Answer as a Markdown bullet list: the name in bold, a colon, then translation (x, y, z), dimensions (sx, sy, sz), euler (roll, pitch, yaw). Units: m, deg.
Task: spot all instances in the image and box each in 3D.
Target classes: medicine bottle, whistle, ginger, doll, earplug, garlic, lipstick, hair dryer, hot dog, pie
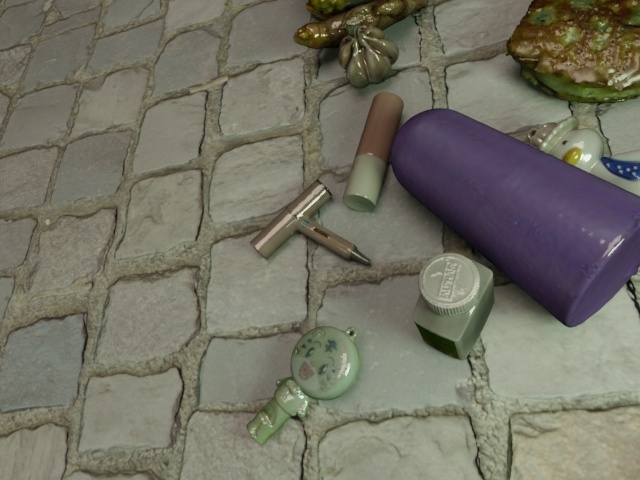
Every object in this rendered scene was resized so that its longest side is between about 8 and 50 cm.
- **medicine bottle**: translation (0.211, 0.097, 0.805), dimensions (0.088, 0.188, 0.132), euler (25, 74, 29)
- **whistle**: translation (-0.024, 0.248, 0.889), dimensions (0.258, 0.067, 0.126), euler (-46, 51, -2)
- **ginger**: translation (0.100, -0.514, 1.204), dimensions (0.333, 0.080, 0.166), euler (-13, 20, 8)
- **doll**: translation (0.473, -0.115, 0.863), dimensions (0.293, 0.119, 0.138), euler (44, 128, 31)
- **earplug**: translation (0.299, -0.078, 0.861), dimensions (0.215, 0.215, 0.456), euler (-43, 55, -5)
- **garlic**: translation (0.102, -0.422, 1.125), dimensions (0.131, 0.194, 0.127), euler (-29, 71, 1)
- **lipstick**: translation (0.111, -0.186, 1.060), dimensions (0.070, 0.070, 0.254), euler (8, 66, 24)
- **hair dryer**: translation (-0.007, 0.010, 1.022), dimensions (0.195, 0.053, 0.220), euler (-43, 64, -4)
- **hot dog**: translation (0.016, -0.598, 1.334), dimensions (0.133, 0.041, 0.056), euler (34, 87, 25)
- **pie**: translation (0.550, -0.397, 0.991), dimensions (0.355, 0.103, 0.288), euler (7, 66, 19)

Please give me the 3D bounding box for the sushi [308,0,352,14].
- **sushi**: translation (0.096, -0.744, 1.215), dimensions (0.351, 0.240, 0.396), euler (-20, 38, 13)
